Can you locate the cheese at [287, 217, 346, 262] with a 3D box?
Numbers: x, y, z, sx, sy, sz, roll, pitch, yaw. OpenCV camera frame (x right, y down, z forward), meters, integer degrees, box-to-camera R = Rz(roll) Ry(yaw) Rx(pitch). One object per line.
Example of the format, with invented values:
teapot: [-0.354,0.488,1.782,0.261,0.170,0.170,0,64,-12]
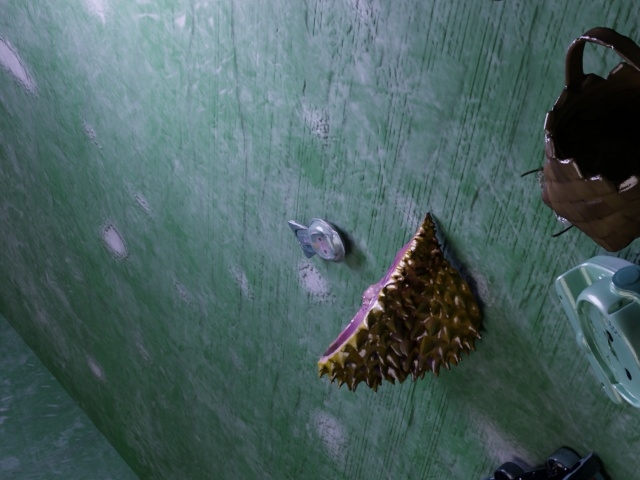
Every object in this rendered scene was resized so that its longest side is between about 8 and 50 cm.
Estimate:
cheese: [0.000,0.000,1.889,0.120,0.026,0.067,3,123,61]

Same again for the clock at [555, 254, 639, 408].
clock: [0.294,0.090,1.361,0.148,0.060,0.188,64,171,-5]

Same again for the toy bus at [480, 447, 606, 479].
toy bus: [0.255,0.359,1.738,0.165,0.133,0.271,52,154,-2]

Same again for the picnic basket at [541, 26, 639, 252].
picnic basket: [0.248,-0.096,1.172,0.128,0.138,0.178,37,156,37]

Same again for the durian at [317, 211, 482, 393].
durian: [0.080,0.112,1.740,0.154,0.186,0.260,57,170,13]

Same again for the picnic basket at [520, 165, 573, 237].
picnic basket: [0.226,-0.046,1.347,0.065,0.083,0.083,62,153,0]
